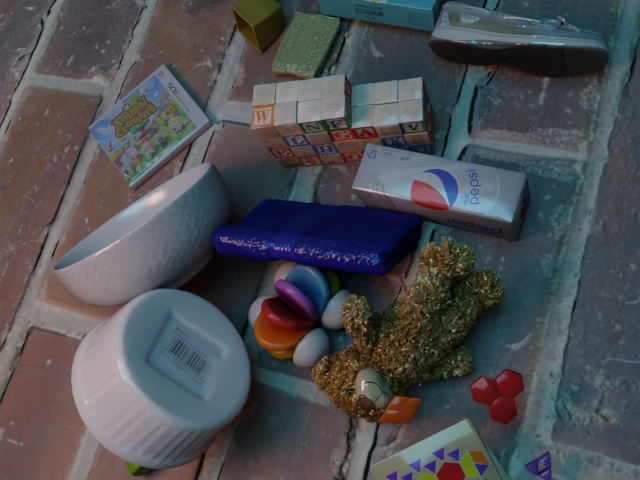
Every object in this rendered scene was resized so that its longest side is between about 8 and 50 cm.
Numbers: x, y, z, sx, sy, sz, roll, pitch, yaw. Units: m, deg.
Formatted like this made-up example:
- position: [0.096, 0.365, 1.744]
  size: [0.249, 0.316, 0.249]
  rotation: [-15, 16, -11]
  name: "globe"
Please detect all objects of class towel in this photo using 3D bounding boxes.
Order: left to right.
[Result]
- position: [-0.027, -0.389, 1.641]
  size: [0.110, 0.027, 0.148]
  rotation: [16, 74, 22]
  name: "towel"
- position: [0.000, 0.000, 1.398]
  size: [0.308, 0.227, 0.076]
  rotation: [7, 111, 23]
  name: "towel"

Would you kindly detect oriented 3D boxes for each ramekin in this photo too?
- position: [-0.245, 0.213, 1.329]
  size: [0.135, 0.277, 0.277]
  rotation: [-42, 57, 38]
  name: "ramekin"

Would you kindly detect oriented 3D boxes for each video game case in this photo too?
- position: [-0.353, -0.236, 1.693]
  size: [0.212, 0.023, 0.193]
  rotation: [-40, 63, 1]
  name: "video game case"

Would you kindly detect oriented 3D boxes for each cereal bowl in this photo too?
- position: [-0.293, 0.009, 1.454]
  size: [0.339, 0.339, 0.141]
  rotation: [-32, 106, 5]
  name: "cereal bowl"

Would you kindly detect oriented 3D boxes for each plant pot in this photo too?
- position: [-0.119, -0.450, 1.669]
  size: [0.083, 0.081, 0.081]
  rotation: [-37, 62, -11]
  name: "plant pot"

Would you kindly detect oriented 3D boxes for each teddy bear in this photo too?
- position: [0.143, 0.150, 1.274]
  size: [0.338, 0.245, 0.113]
  rotation: [-34, 38, -3]
  name: "teddy bear"

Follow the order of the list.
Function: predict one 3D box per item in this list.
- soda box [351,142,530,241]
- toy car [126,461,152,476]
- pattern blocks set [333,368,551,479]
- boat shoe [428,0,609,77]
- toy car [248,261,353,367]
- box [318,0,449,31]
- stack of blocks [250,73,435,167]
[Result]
- position: [0.206, -0.084, 1.407]
  size: [0.286, 0.098, 0.091]
  rotation: [14, 75, 22]
  name: "soda box"
- position: [-0.330, 0.292, 1.391]
  size: [0.149, 0.188, 0.155]
  rotation: [-36, 63, 3]
  name: "toy car"
- position: [0.184, 0.359, 1.230]
  size: [0.324, 0.026, 0.286]
  rotation: [-19, 88, 3]
  name: "pattern blocks set"
- position: [0.352, -0.365, 1.457]
  size: [0.320, 0.118, 0.103]
  rotation: [13, 79, 29]
  name: "boat shoe"
- position: [-0.041, 0.114, 1.392]
  size: [0.159, 0.136, 0.182]
  rotation: [33, 83, 26]
  name: "toy car"
- position: [0.123, -0.479, 1.597]
  size: [0.244, 0.060, 0.101]
  rotation: [15, 65, 23]
  name: "box"
- position: [0.045, -0.215, 1.470]
  size: [0.297, 0.171, 0.087]
  rotation: [-4, 69, 17]
  name: "stack of blocks"
